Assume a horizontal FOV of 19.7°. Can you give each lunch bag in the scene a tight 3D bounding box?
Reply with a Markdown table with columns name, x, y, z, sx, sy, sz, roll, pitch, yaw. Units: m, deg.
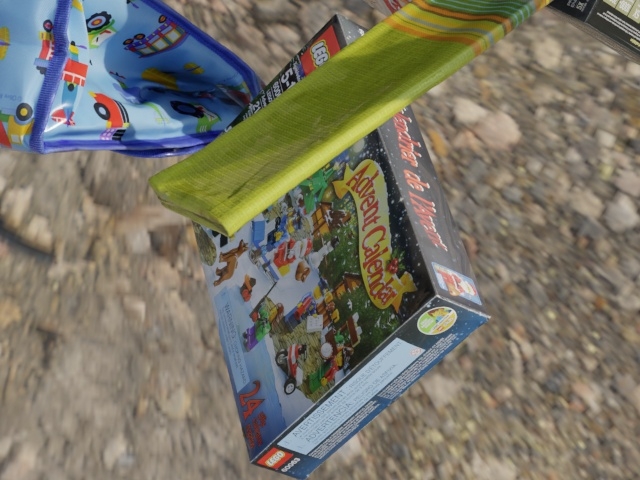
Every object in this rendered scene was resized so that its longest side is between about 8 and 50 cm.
| name | x | y | z | sx | sy | sz | roll | pitch | yaw |
| --- | --- | --- | --- | --- | --- | --- | --- | --- | --- |
| lunch bag | -0.182 | -0.128 | 1.307 | 0.221 | 0.293 | 0.138 | 11 | 92 | 30 |

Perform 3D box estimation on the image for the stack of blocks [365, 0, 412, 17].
| name | x | y | z | sx | sy | sz | roll | pitch | yaw |
| --- | --- | --- | --- | --- | --- | --- | --- | --- | --- |
| stack of blocks | 0.011 | -0.271 | 1.170 | 0.087 | 0.171 | 0.297 | -40 | 126 | -4 |

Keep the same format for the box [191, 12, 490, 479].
| name | x | y | z | sx | sy | sz | roll | pitch | yaw |
| --- | --- | --- | --- | --- | --- | --- | --- | --- | --- |
| box | 0.000 | 0.000 | 1.084 | 0.044 | 0.233 | 0.159 | 23 | 125 | -36 |

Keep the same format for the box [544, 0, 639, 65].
| name | x | y | z | sx | sy | sz | roll | pitch | yaw |
| --- | --- | --- | --- | --- | --- | --- | --- | --- | --- |
| box | 0.264 | -0.222 | 1.471 | 0.180 | 0.077 | 0.147 | 19 | 101 | -48 |

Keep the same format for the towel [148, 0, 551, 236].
| name | x | y | z | sx | sy | sz | roll | pitch | yaw |
| --- | --- | --- | --- | --- | --- | --- | --- | --- | --- |
| towel | 0.027 | -0.084 | 0.906 | 0.237 | 0.102 | 0.021 | -37 | 111 | -14 |
